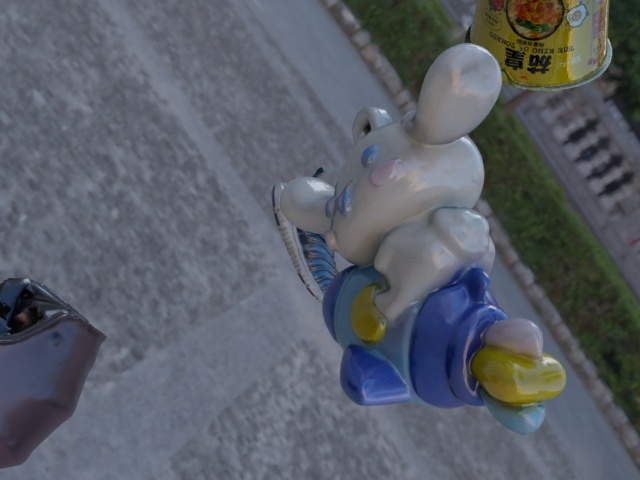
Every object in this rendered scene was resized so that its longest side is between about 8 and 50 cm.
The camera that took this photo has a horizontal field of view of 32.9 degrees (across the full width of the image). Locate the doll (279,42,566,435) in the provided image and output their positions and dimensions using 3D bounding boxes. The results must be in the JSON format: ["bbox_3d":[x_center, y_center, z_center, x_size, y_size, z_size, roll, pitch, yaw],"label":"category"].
[{"bbox_3d":[0.086,0.033,1.079,0.376,0.187,0.365,116,-39,-73],"label":"doll"}]

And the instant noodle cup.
[{"bbox_3d":[0.266,-0.288,1.291,0.144,0.182,0.182,87,-12,-47],"label":"instant noodle cup"}]

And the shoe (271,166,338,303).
[{"bbox_3d":[0.000,0.000,1.599,0.091,0.106,0.207,-107,178,-77],"label":"shoe"}]

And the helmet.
[{"bbox_3d":[-0.392,0.116,1.066,0.338,0.197,0.271,15,2,-28],"label":"helmet"}]
